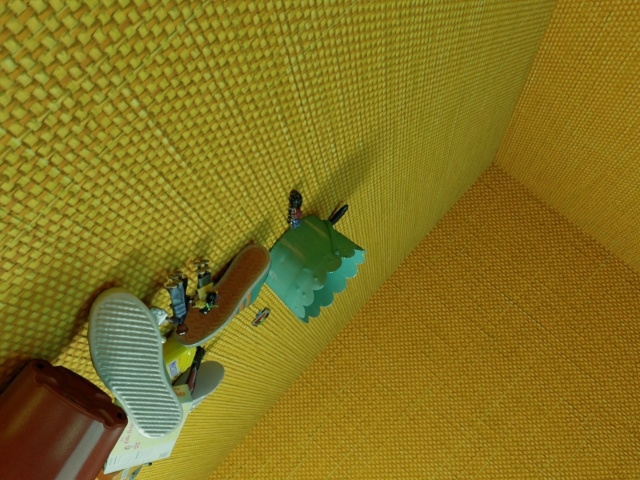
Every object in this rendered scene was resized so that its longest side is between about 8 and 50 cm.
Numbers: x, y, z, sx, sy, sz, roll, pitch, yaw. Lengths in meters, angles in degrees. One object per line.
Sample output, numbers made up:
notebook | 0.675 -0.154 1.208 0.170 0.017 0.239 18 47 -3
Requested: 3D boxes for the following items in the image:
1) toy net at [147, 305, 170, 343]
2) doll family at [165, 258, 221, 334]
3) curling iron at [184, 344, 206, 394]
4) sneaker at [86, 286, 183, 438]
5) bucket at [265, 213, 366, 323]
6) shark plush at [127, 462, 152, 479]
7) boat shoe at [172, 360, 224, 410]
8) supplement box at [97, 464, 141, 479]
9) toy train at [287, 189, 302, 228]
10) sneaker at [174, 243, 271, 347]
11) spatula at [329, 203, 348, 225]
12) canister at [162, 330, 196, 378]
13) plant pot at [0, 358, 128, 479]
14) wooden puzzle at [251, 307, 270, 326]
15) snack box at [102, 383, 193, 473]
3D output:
toy net | -0.388 0.204 1.394 0.122 0.045 0.232 -3 137 -29
doll family | -0.268 0.120 1.361 0.193 0.076 0.111 -25 121 -52
curling iron | -0.374 0.414 1.821 0.068 0.035 0.274 -30 140 -75
sneaker | -0.378 0.226 1.280 0.135 0.150 0.366 -23 127 -24
bucket | -0.024 0.073 1.832 0.281 0.183 0.281 -45 166 -15
shark plush | -0.560 0.691 2.058 0.073 0.067 0.161 -55 164 21
boat shoe | -0.388 0.452 1.905 0.267 0.096 0.088 -44 172 -10
supplement box | -0.542 0.615 1.901 0.233 0.078 0.080 -30 153 -53
toy train | -0.062 -0.074 1.636 0.027 0.036 0.158 -43 164 -23
sneaker | -0.223 0.148 1.587 0.302 0.108 0.121 -47 161 -15
spatula | 0.000 0.000 2.015 0.296 0.030 0.084 -56 162 25
canister | -0.390 0.301 1.561 0.170 0.073 0.126 -34 159 -41
plant pot | -0.487 0.366 1.115 0.265 0.272 0.272 -55 166 -8
wooden puzzle | -0.191 0.253 2.132 0.078 0.014 0.116 -50 165 4
snack box | -0.467 0.502 1.733 0.187 0.060 0.322 -5 141 -32
